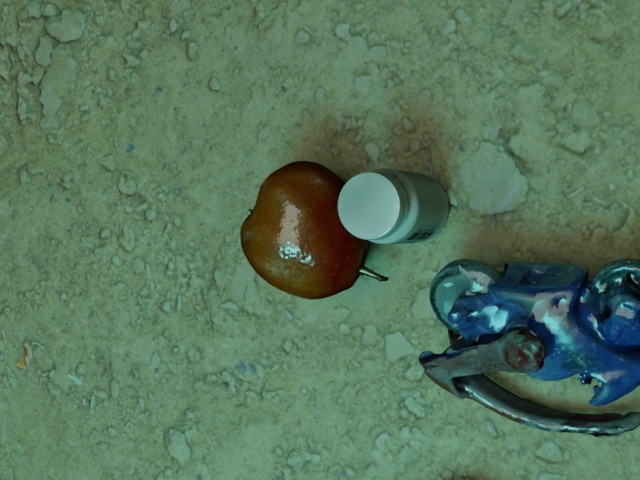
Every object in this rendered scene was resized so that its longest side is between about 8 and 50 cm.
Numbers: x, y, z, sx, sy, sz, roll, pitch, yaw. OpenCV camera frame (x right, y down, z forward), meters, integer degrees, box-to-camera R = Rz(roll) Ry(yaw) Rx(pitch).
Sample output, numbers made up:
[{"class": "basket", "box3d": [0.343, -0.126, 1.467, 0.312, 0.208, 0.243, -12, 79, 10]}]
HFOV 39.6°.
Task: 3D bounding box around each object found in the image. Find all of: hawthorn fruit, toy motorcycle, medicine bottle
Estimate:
[{"class": "hawthorn fruit", "box3d": [0.000, 0.000, 1.283, 0.225, 0.196, 0.197, 34, 105, 8]}, {"class": "toy motorcycle", "box3d": [0.301, 0.127, 1.163, 0.319, 0.241, 0.182, 1, 51, 32]}, {"class": "medicine bottle", "box3d": [0.102, -0.046, 1.223, 0.102, 0.186, 0.103, 1, 92, 26]}]
